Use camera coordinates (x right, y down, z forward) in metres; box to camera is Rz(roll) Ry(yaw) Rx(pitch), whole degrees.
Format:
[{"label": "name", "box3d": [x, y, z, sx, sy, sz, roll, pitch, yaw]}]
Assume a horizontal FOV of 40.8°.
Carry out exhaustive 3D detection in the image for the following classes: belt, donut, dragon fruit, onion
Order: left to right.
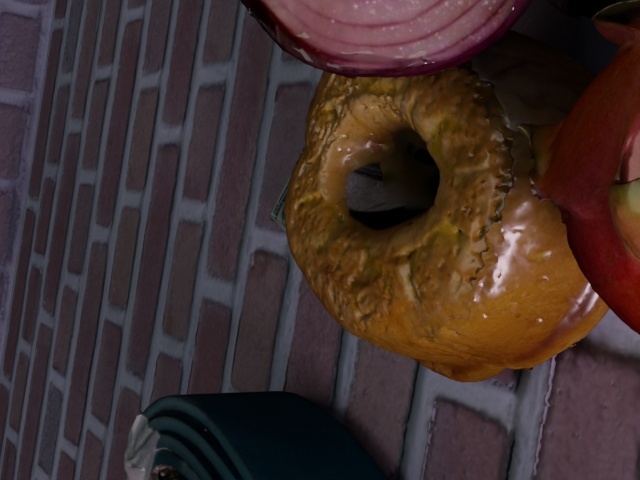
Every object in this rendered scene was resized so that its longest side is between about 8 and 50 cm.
[{"label": "belt", "box3d": [-0.055, 0.329, 0.827, 0.436, 0.173, 0.300, 45, 123, 51]}, {"label": "onion", "box3d": [0.047, -0.245, 0.552, 0.230, 0.272, 0.256, -67, -14, -58]}, {"label": "donut", "box3d": [0.098, -0.040, 0.695, 0.317, 0.150, 0.299, -22, 62, 53]}, {"label": "dragon fruit", "box3d": [0.233, -0.046, 0.429, 0.227, 0.224, 0.224, -28, 61, 44]}]

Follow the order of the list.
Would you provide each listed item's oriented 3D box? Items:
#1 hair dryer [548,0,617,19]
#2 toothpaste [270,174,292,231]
[{"label": "hair dryer", "box3d": [0.129, -0.279, 0.698, 0.344, 0.189, 0.107, 53, 125, 29]}, {"label": "toothpaste", "box3d": [0.000, 0.000, 0.933, 0.239, 0.039, 0.062, 47, 118, 52]}]
